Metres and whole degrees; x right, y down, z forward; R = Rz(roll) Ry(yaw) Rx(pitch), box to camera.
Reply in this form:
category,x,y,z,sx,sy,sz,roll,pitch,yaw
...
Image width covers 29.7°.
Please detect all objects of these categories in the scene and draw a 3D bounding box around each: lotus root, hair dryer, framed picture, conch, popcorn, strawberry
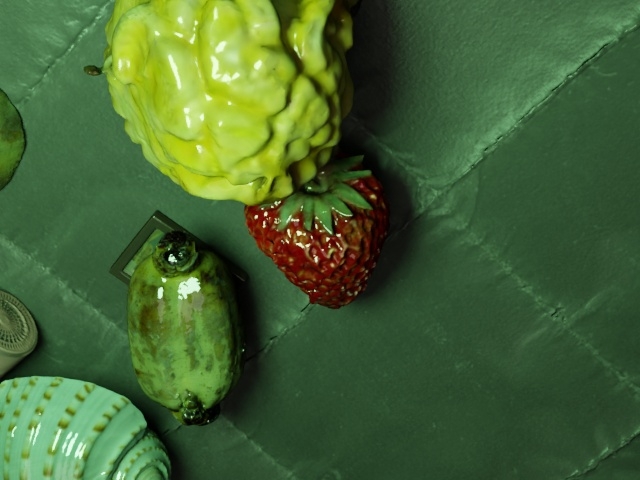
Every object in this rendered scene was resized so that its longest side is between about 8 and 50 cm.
category,x,y,z,sx,sy,sz,roll,pitch,yaw
lotus root,-0.525,-0.139,1.720,0.183,0.078,0.203,27,119,-7
lotus root,-0.192,0.117,1.746,0.173,0.173,0.309,2,119,6
hair dryer,-0.624,0.095,1.848,0.210,0.125,0.352,-38,98,24
framed picture,-0.214,0.049,1.810,0.168,0.023,0.128,36,116,-12
conch,-0.402,0.355,1.867,0.319,0.215,0.303,-7,137,14
popcorn,-0.093,-0.225,1.513,0.382,0.349,0.349,-29,117,-22
strawberry,0.000,0.000,1.679,0.205,0.205,0.244,1,138,6
